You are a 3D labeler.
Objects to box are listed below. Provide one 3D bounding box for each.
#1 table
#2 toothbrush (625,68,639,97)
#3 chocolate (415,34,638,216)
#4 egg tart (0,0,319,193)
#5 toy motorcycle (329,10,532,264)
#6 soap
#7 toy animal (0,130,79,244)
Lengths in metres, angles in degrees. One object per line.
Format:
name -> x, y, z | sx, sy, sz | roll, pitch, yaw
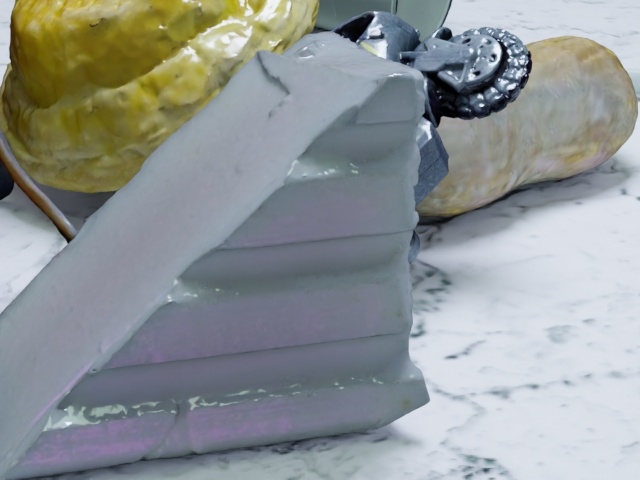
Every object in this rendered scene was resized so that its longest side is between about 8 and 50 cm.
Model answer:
table -> 0.020, -0.283, 1.939 | 0.220, 0.126, 0.126 | 17, 29, 30
toothbrush -> 0.188, -0.164, 1.806 | 0.386, 0.040, 0.040 | 3, 25, -2
chocolate -> 0.151, -0.096, 1.555 | 0.309, 0.134, 0.134 | -13, 29, -36
egg tart -> -0.150, -0.187, 1.495 | 0.319, 0.128, 0.319 | -19, 45, 20
toy motorcycle -> 0.015, -0.069, 1.390 | 0.307, 0.108, 0.173 | -43, 51, -9
soap -> -0.093, 0.001, 1.174 | 0.302, 0.258, 0.159 | -8, 28, -19
toy animal -> -0.251, -0.092, 1.329 | 0.225, 0.302, 0.284 | -5, 31, -8
